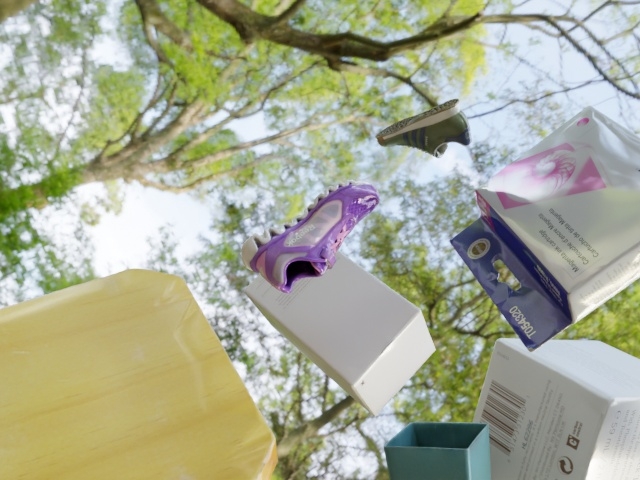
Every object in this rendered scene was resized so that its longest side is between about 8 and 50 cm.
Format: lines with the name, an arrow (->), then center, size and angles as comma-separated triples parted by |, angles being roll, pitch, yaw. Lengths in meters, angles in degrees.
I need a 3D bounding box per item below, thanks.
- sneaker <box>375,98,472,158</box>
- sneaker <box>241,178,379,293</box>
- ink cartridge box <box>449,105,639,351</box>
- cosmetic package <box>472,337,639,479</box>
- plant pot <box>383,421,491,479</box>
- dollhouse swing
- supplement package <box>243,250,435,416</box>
sneaker -> 0.183, -0.177, 1.236 | 0.192, 0.064, 0.086 | -15, -67, 50
sneaker -> 0.000, 0.000, 1.085 | 0.104, 0.236, 0.095 | 52, -8, 35
ink cartridge box -> 0.374, -0.036, 1.091 | 0.071, 0.330, 0.324 | 47, 10, -32
cosmetic package -> 0.607, 0.434, 1.625 | 0.327, 0.394, 0.329 | 27, -73, 55
plant pot -> 0.239, 0.490, 1.367 | 0.165, 0.166, 0.234 | -6, -89, 27
dollhouse swing -> -0.234, 0.231, 0.572 | 0.347, 0.305, 0.315 | 46, -47, 48
supplement package -> 0.037, 0.148, 1.302 | 0.293, 0.177, 0.175 | 37, -14, 34
